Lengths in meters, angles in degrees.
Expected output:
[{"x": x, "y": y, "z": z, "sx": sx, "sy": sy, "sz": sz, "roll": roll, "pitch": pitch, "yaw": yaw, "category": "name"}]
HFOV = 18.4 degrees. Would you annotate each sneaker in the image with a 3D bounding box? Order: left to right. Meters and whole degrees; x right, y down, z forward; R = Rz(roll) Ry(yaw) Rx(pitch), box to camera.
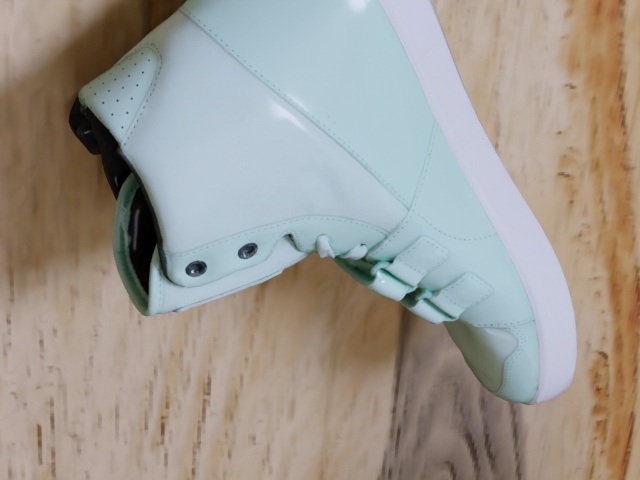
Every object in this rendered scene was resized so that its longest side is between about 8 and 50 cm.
[{"x": 0.000, "y": -0.001, "z": 0.781, "sx": 0.151, "sy": 0.094, "sz": 0.256, "roll": -36, "pitch": 126, "yaw": -7, "category": "sneaker"}]
